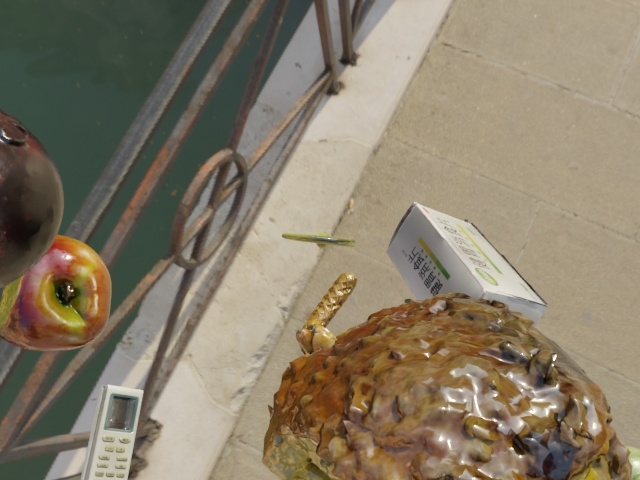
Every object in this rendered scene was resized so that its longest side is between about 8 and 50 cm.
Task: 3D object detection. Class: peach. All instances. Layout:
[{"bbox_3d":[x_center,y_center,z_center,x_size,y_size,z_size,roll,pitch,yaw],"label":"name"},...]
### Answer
[{"bbox_3d":[-0.576,0.118,1.275,0.275,0.245,0.248,10,55,46],"label":"peach"}]

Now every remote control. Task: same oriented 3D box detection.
[{"bbox_3d":[-0.524,0.510,1.502,0.056,0.103,0.277,-16,60,45],"label":"remote control"}]

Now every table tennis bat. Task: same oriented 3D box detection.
[{"bbox_3d":[0.000,0.000,1.855,0.224,0.369,0.054,6,90,4],"label":"table tennis bat"}]

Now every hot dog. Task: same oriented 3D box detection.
[{"bbox_3d":[0.019,0.257,1.217,0.072,0.269,0.109,-39,36,-16],"label":"hot dog"}]

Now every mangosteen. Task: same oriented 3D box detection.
[{"bbox_3d":[-0.343,-0.036,0.542,0.210,0.210,0.209,-2,75,6],"label":"mangosteen"}]

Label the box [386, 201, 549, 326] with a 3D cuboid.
[{"bbox_3d":[0.291,0.073,1.252,0.145,0.173,0.332,-59,32,23],"label":"box"}]

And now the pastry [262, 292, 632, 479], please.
[{"bbox_3d":[0.140,0.210,0.659,0.337,0.405,0.292,-33,99,-24],"label":"pastry"}]

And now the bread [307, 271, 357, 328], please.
[{"bbox_3d":[0.025,0.133,1.283,0.044,0.052,0.157,38,72,-1],"label":"bread"}]

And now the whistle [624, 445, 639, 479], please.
[{"bbox_3d":[0.658,0.562,1.375,0.141,0.294,0.141,15,53,-20],"label":"whistle"}]
